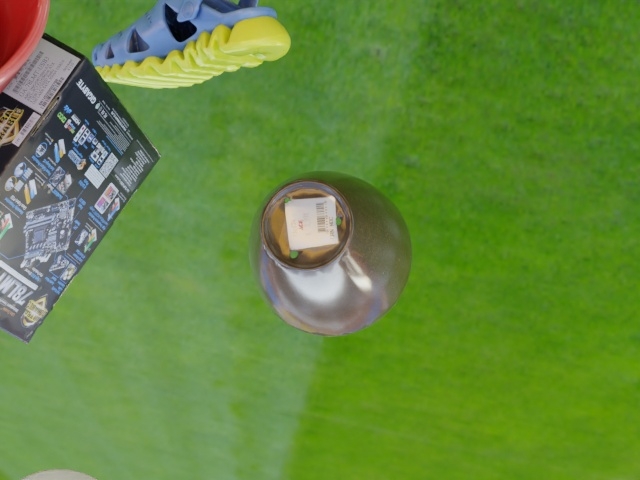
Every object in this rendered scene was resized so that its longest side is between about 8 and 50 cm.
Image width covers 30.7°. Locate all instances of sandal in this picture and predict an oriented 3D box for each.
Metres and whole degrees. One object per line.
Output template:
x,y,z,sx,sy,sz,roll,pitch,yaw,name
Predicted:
-0.175,-0.280,1.525,0.317,0.138,0.126,-9,177,34,sandal

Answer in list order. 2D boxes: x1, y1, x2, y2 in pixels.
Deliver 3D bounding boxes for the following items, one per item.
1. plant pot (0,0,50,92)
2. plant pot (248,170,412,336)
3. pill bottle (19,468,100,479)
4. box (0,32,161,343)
-0.417,-0.198,1.115,0.275,0.275,0.243,20,154,-16,plant pot
0.000,0.000,1.427,0.215,0.215,0.230,11,172,9,plant pot
-0.362,0.432,1.427,0.210,0.210,0.363,20,139,-17,pill bottle
-0.327,-0.046,1.339,0.073,0.293,0.295,32,170,16,box
